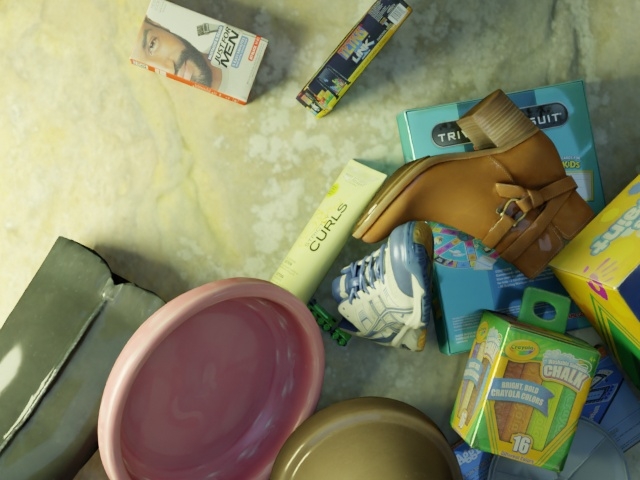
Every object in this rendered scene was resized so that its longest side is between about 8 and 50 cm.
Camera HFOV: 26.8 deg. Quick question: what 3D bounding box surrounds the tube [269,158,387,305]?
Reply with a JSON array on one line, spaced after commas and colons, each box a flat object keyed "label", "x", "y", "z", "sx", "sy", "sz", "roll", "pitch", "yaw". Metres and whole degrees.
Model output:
[{"label": "tube", "x": 0.000, "y": 0.000, "z": 1.815, "sx": 0.070, "sy": 0.062, "sz": 0.240, "roll": 33, "pitch": 88, "yaw": 13}]

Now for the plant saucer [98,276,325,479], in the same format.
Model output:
[{"label": "plant saucer", "x": -0.146, "y": 0.194, "z": 1.720, "sx": 0.332, "sy": 0.084, "sz": 0.332, "roll": -20, "pitch": 123, "yaw": -33}]

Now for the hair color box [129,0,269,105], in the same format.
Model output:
[{"label": "hair color box", "x": -0.163, "y": -0.255, "z": 1.810, "sx": 0.167, "sy": 0.053, "sz": 0.093, "roll": 20, "pitch": 88, "yaw": -5}]

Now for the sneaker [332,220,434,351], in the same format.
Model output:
[{"label": "sneaker", "x": 0.078, "y": 0.067, "z": 1.717, "sx": 0.131, "sy": 0.296, "sz": 0.112, "roll": 7, "pitch": 62, "yaw": 3}]

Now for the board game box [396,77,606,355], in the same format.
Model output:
[{"label": "board game box", "x": 0.261, "y": -0.032, "z": 1.840, "sx": 0.253, "sy": 0.079, "sz": 0.336, "roll": -10, "pitch": 90, "yaw": -6}]

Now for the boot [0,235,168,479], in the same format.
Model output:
[{"label": "boot", "x": -0.441, "y": 0.179, "z": 1.724, "sx": 0.367, "sy": 0.146, "sz": 0.445, "roll": 36, "pitch": 85, "yaw": -2}]

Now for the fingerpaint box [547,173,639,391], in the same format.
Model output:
[{"label": "fingerpaint box", "x": 0.579, "y": 0.027, "z": 1.769, "sx": 0.445, "sy": 0.163, "sz": 0.371, "roll": -44, "pitch": 113, "yaw": -10}]

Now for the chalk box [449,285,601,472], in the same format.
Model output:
[{"label": "chalk box", "x": 0.268, "y": 0.169, "z": 1.736, "sx": 0.132, "sy": 0.132, "sz": 0.213, "roll": 16, "pitch": 94, "yaw": -9}]

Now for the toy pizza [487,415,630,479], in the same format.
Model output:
[{"label": "toy pizza", "x": 0.324, "y": 0.334, "z": 1.838, "sx": 0.201, "sy": 0.032, "sz": 0.201, "roll": 0, "pitch": 90, "yaw": -6}]

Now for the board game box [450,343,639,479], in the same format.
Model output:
[{"label": "board game box", "x": 0.314, "y": 0.282, "z": 1.867, "sx": 0.281, "sy": 0.027, "sz": 0.145, "roll": -33, "pitch": 94, "yaw": -6}]

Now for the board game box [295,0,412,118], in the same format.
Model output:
[{"label": "board game box", "x": 0.042, "y": -0.246, "z": 1.788, "sx": 0.048, "sy": 0.141, "sz": 0.170, "roll": 40, "pitch": 85, "yaw": -7}]

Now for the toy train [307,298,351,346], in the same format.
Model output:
[{"label": "toy train", "x": 0.009, "y": 0.112, "z": 1.841, "sx": 0.083, "sy": 0.017, "sz": 0.024, "roll": 44, "pitch": 75, "yaw": -4}]

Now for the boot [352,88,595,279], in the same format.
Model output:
[{"label": "boot", "x": 0.202, "y": -0.032, "z": 1.754, "sx": 0.283, "sy": 0.109, "sz": 0.220, "roll": -40, "pitch": 97, "yaw": -12}]

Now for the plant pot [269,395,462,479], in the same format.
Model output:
[{"label": "plant pot", "x": 0.074, "y": 0.361, "z": 1.710, "sx": 0.263, "sy": 0.229, "sz": 0.263, "roll": -2, "pitch": 105, "yaw": -8}]
